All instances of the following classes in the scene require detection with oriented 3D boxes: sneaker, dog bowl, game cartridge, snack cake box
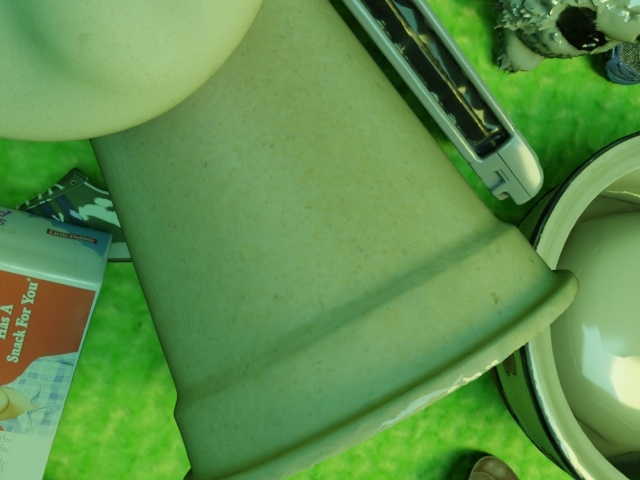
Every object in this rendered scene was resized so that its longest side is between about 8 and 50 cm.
[{"bbox_3d":[-0.233,-0.023,0.601,0.192,0.064,0.086,0,87,-14],"label":"sneaker"},{"bbox_3d":[0.362,0.094,0.713,0.407,0.150,0.409,2,82,-14],"label":"dog bowl"},{"bbox_3d":[0.084,-0.179,0.593,0.062,0.198,0.297,-35,112,20],"label":"game cartridge"},{"bbox_3d":[-0.286,0.104,0.550,0.152,0.089,0.265,17,114,-19],"label":"snack cake box"},{"bbox_3d":[0.421,-0.221,0.751,0.221,0.087,0.083,-7,102,-16],"label":"sneaker"}]

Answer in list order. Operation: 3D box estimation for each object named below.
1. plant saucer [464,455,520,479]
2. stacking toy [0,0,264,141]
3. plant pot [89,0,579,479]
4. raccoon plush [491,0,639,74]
[{"bbox_3d":[0.211,0.345,0.780,0.029,0.168,0.168,-27,114,34],"label":"plant saucer"},{"bbox_3d":[-0.139,-0.324,0.413,0.350,0.480,0.351,9,135,9],"label":"stacking toy"},{"bbox_3d":[-0.026,-0.021,0.526,0.333,0.334,0.306,-28,86,-11],"label":"plant pot"},{"bbox_3d":[0.212,-0.390,0.644,0.216,0.299,0.447,-15,73,1],"label":"raccoon plush"}]
